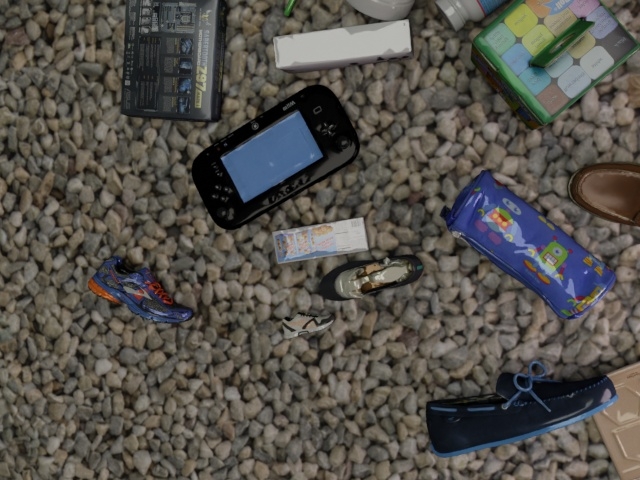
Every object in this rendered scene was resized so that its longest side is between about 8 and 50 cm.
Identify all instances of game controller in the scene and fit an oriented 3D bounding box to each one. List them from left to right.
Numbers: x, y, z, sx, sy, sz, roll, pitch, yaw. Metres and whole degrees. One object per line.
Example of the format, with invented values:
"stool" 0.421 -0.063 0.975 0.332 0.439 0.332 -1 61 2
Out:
"game controller" -0.088 -0.154 1.363 0.319 0.067 0.166 -29 90 11

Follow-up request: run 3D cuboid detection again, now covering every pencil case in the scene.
"pencil case" 0.354 0.012 1.266 0.306 0.119 0.133 39 77 5

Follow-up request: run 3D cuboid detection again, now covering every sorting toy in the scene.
"sorting toy" 0.589 0.308 1.298 0.193 0.038 0.208 -24 95 12

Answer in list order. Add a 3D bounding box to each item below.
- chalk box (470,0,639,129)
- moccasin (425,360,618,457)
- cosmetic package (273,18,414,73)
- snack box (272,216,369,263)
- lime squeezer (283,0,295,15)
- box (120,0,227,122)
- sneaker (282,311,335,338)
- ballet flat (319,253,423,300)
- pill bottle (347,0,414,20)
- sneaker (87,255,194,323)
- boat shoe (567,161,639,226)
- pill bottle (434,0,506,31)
"chalk box" 0.359 -0.300 1.149 0.180 0.289 0.179 -40 87 12
"moccasin" 0.335 0.287 1.279 0.342 0.138 0.117 -23 77 20
"cosmetic package" 0.044 -0.343 1.303 0.239 0.099 0.060 -4 94 12
"snack box" 0.000 0.000 1.383 0.178 0.022 0.064 -9 95 11
"lime squeezer" 0.048 -0.527 1.317 0.310 0.059 0.110 -25 123 11
"box" -0.278 -0.346 1.383 0.183 0.059 0.233 5 96 11
"sneaker" -0.025 0.155 1.394 0.109 0.040 0.044 -17 90 11
"ballet flat" 0.089 0.069 1.349 0.203 0.074 0.074 -14 93 12
"pill bottle" 0.137 -0.511 1.182 0.162 0.162 0.278 32 137 6
"sneaker" -0.347 0.099 1.432 0.221 0.083 0.087 24 91 4
"boat shoe" 0.577 -0.065 1.225 0.307 0.104 0.111 14 98 9
"pill bottle" 0.280 -0.435 1.255 0.160 0.087 0.087 -37 88 11
